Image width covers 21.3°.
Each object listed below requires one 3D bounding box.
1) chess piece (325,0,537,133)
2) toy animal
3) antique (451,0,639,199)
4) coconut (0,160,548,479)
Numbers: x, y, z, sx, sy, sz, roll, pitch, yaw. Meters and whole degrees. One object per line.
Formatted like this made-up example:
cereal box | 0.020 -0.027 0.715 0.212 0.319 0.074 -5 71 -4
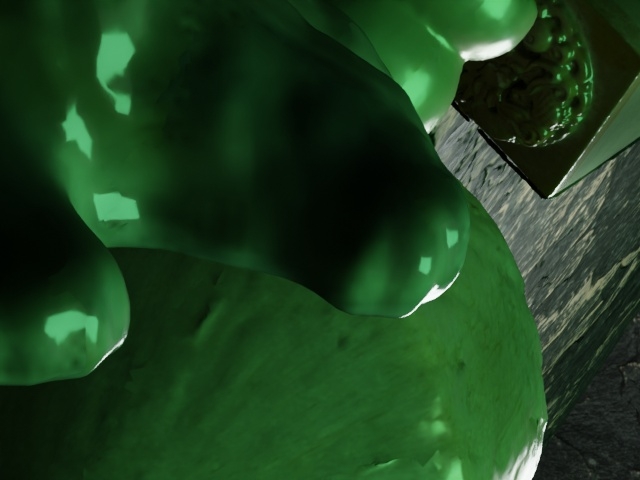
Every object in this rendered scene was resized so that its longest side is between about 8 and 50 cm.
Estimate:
chess piece | 0.070 -0.149 0.836 0.251 0.144 0.144 -49 164 4
toy animal | -0.121 -0.061 0.342 0.266 0.308 0.188 -69 164 -62
antique | 0.148 -0.132 1.016 0.148 0.146 0.152 -34 164 -33
coconut | -0.051 0.085 0.735 0.329 0.329 0.329 -47 163 -20
